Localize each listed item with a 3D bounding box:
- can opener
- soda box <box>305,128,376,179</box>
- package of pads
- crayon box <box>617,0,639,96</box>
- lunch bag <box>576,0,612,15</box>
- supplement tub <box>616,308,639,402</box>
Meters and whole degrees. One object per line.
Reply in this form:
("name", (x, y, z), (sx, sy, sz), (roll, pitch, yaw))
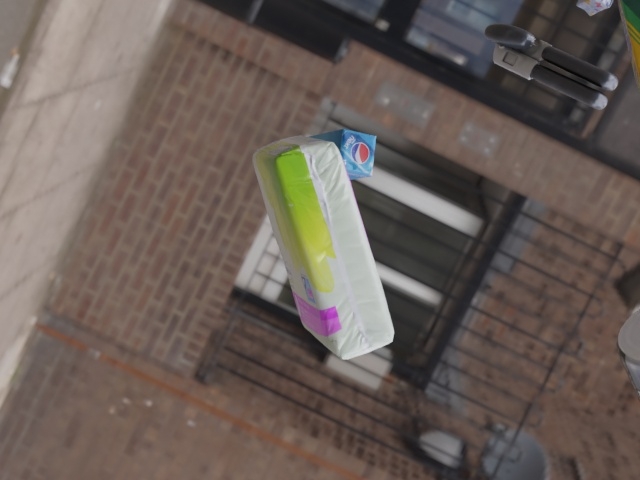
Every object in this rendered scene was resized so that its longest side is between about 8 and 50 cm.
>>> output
("can opener", (0.406, -0.323, 2.179), (0.283, 0.095, 0.076), (37, -78, 45))
("soda box", (0.013, -0.141, 2.054), (0.210, 0.067, 0.071), (-3, -101, 61))
("package of pads", (0.000, 0.000, 1.700), (0.229, 0.101, 0.297), (-149, -138, -76))
("crayon box", (0.698, -0.398, 2.538), (0.203, 0.083, 0.323), (25, 52, -73))
("lunch bag", (0.568, -0.509, 2.442), (0.083, 0.053, 0.071), (-59, -165, -14))
("supplement tub", (0.740, 0.297, 2.398), (0.207, 0.338, 0.207), (-24, -154, 13))
